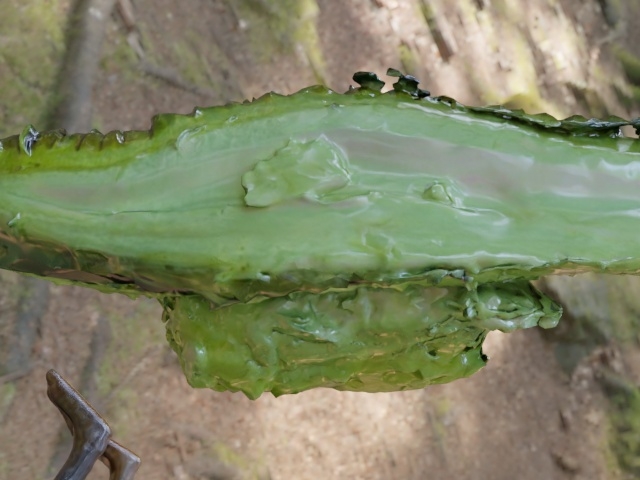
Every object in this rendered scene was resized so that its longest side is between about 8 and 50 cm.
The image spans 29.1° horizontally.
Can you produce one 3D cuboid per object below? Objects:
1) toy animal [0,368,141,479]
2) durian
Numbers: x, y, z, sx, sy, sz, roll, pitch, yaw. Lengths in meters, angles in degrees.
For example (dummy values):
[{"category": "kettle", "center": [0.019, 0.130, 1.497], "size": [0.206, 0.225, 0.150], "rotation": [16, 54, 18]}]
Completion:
[{"category": "toy animal", "center": [-0.202, 0.200, 0.837], "size": [0.185, 0.298, 0.122], "rotation": [-43, 146, -16]}, {"category": "durian", "center": [-0.001, -0.007, 0.456], "size": [0.107, 0.375, 0.132], "rotation": [71, 18, -57]}]
